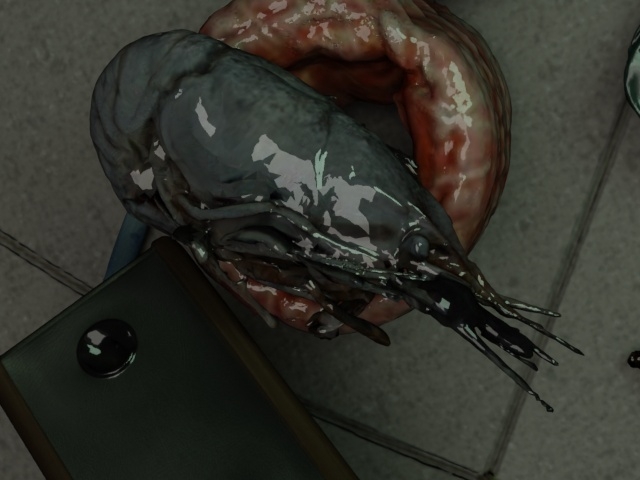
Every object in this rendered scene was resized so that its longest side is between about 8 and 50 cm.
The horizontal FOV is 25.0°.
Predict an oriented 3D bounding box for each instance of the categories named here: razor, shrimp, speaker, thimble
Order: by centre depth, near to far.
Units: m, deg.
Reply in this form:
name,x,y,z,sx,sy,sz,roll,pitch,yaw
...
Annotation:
name,x,y,z,sx,sy,sz,roll,pitch,yaw
shrimp,0.000,-0.004,0.851,0.343,0.116,0.145,33,106,15
speaker,-0.078,0.147,0.925,0.153,0.192,0.231,-36,60,-6
thimble,0.014,-0.067,0.982,0.239,0.162,0.239,2,98,15
razor,-0.138,-0.015,1.086,0.068,0.040,0.135,26,108,9

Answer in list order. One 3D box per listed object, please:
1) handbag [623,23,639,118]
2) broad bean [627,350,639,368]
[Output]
name,x,y,z,sx,sy,sz,roll,pitch,yaw
handbag,0.380,-0.104,0.935,0.326,0.089,0.238,36,103,7
broad bean,0.307,0.137,1.000,0.214,0.048,0.070,32,103,6
